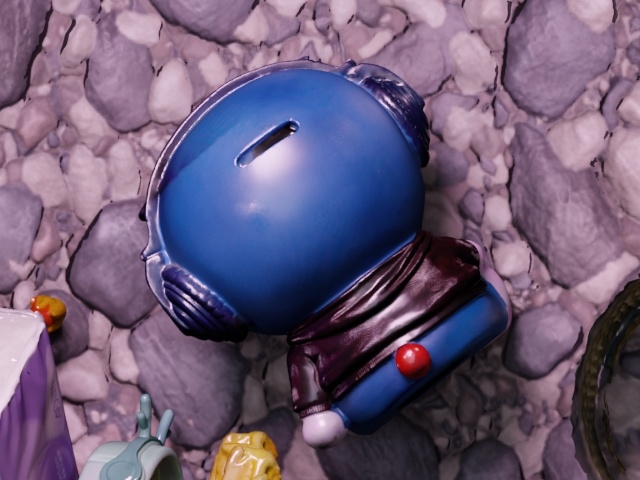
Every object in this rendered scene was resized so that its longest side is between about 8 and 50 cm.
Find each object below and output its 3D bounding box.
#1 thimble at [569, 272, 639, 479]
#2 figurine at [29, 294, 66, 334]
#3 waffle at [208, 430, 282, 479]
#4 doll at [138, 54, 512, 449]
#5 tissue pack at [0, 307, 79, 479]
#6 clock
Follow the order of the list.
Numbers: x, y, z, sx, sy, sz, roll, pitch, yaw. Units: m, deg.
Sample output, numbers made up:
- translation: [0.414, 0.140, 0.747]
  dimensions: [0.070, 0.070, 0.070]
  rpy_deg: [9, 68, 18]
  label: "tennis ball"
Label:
- translation: [0.343, 0.138, 1.587]
  dimensions: [0.271, 0.150, 0.270]
  rpy_deg: [-1, 83, 12]
  label: "thimble"
- translation: [-0.282, 0.086, 1.720]
  dimensions: [0.122, 0.176, 0.121]
  rpy_deg: [-33, 80, -5]
  label: "figurine"
- translation: [-0.084, 0.270, 1.639]
  dimensions: [0.057, 0.229, 0.219]
  rpy_deg: [14, 77, -10]
  label: "waffle"
- translation: [0.000, 0.000, 1.640]
  dimensions: [0.284, 0.240, 0.310]
  rpy_deg: [-37, 83, -9]
  label: "doll"
- translation: [-0.335, 0.207, 1.628]
  dimensions: [0.242, 0.338, 0.160]
  rpy_deg: [5, 43, 12]
  label: "tissue pack"
- translation: [-0.167, 0.241, 1.684]
  dimensions: [0.066, 0.159, 0.210]
  rpy_deg: [7, 74, 13]
  label: "clock"
